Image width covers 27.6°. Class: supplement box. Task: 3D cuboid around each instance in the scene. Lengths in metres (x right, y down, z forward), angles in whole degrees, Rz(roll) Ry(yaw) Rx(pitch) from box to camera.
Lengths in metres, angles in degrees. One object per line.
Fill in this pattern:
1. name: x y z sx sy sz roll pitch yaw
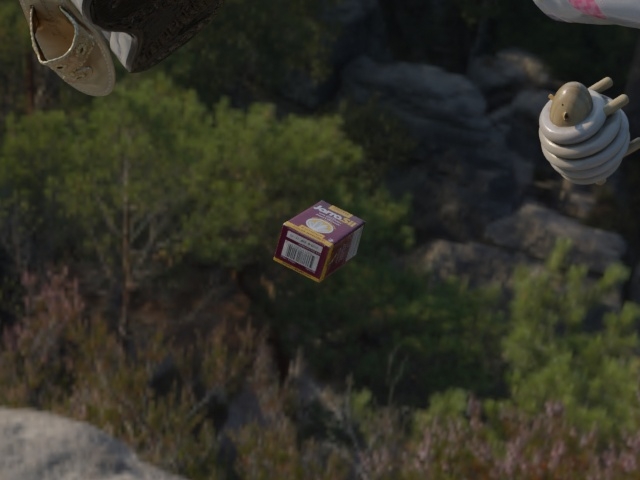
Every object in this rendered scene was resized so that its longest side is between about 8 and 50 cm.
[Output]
1. supplement box: 0.000 0.000 1.272 0.055 0.043 0.083 25 27 17

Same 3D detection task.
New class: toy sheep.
1. toy sheep: 0.249 -0.097 1.215 0.091 0.132 0.091 -18 42 17

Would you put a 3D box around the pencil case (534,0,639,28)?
1. pencil case: 0.289 -0.223 1.020 0.113 0.124 0.273 -24 27 -38

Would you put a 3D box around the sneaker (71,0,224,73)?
1. sneaker: -0.181 -0.239 1.027 0.123 0.295 0.178 -37 85 0

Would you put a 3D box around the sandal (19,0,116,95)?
1. sandal: -0.317 -0.242 1.535 0.088 0.240 0.079 -3 44 16
